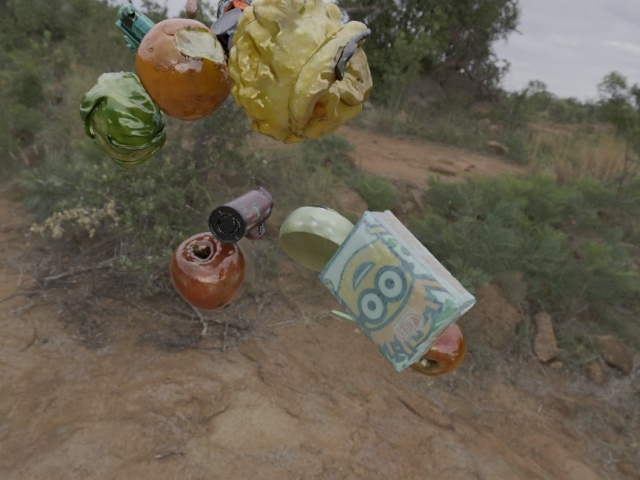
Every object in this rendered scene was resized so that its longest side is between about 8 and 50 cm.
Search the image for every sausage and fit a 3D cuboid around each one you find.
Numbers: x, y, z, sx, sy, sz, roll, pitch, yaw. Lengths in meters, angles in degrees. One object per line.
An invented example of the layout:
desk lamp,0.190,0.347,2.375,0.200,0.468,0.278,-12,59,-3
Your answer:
sausage,-0.433,-0.842,1.548,0.043,0.186,0.043,3,-21,1

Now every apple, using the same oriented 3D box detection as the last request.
apple,0.490,0.441,1.983,0.302,0.301,0.301,11,21,-4
apple,-0.355,0.103,1.445,0.254,0.253,0.253,11,21,-4

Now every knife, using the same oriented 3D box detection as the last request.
knife,0.155,0.303,1.642,0.293,0.019,0.043,25,-3,-26

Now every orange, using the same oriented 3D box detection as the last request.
orange,-0.334,-0.420,1.121,0.240,0.240,0.240,11,21,-4

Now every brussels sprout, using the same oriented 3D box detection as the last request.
brussels sprout,-0.574,-0.352,1.324,0.227,0.259,0.294,-19,68,-25

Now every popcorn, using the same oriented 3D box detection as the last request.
popcorn,-0.030,-0.386,1.003,0.349,0.349,0.382,-1,15,-30

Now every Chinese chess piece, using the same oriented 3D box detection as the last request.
Chinese chess piece,0.000,0.000,1.891,0.349,0.349,0.146,16,62,10

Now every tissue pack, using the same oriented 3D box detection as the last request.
tissue pack,0.166,0.110,1.053,0.128,0.228,0.311,-4,46,-50

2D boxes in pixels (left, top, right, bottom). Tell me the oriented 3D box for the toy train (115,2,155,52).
toy train,-0.535,-0.642,1.488,0.298,0.120,0.194,42,-13,-10

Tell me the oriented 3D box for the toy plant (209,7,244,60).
toy plant,-0.227,-0.598,1.424,0.235,0.218,0.175,49,13,-52

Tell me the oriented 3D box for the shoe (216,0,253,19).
shoe,-0.280,-0.736,1.504,0.132,0.171,0.336,23,-8,-27

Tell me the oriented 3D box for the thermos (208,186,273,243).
thermos,-0.213,-0.079,1.386,0.136,0.109,0.330,44,20,-3

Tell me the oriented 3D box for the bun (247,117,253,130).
bun,-0.206,-0.397,1.461,0.055,0.086,0.086,30,24,6
